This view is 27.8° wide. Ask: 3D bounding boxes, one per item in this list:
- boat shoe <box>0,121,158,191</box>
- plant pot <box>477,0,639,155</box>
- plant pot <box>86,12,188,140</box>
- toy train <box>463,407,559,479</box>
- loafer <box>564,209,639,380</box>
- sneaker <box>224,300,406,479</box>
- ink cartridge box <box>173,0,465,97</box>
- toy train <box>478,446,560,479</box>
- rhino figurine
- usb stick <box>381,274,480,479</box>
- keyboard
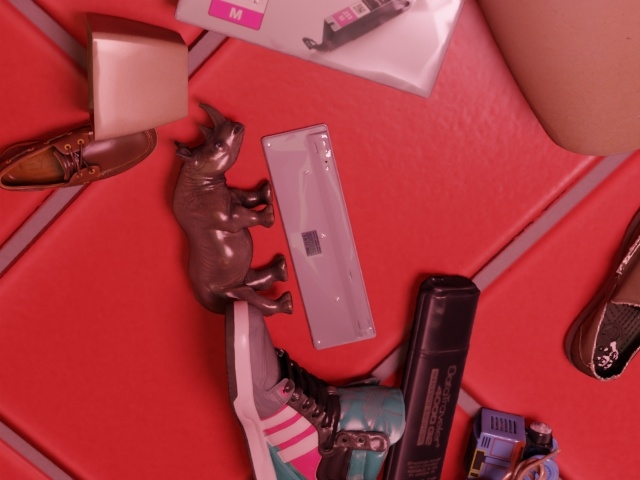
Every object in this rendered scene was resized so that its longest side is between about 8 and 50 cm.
[{"bbox_3d":[-0.257,-0.084,1.358,0.178,0.060,0.064,-14,110,5],"label":"boat shoe"},{"bbox_3d":[0.265,-0.228,1.233,0.256,0.256,0.274,-13,126,4],"label":"plant pot"},{"bbox_3d":[-0.185,-0.168,1.310,0.096,0.109,0.109,-3,111,-12],"label":"plant pot"},{"bbox_3d":[0.210,0.285,1.491,0.105,0.080,0.184,13,112,4],"label":"toy train"},{"bbox_3d":[0.358,0.055,1.398,0.094,0.087,0.251,24,108,-9],"label":"loafer"},{"bbox_3d":[0.000,0.175,1.403,0.178,0.124,0.295,-10,130,3],"label":"sneaker"},{"bbox_3d":[0.019,-0.296,1.284,0.275,0.060,0.239,17,110,-6],"label":"ink cartridge box"},{"bbox_3d":[0.216,0.336,1.413,0.143,0.105,0.248,42,120,-13],"label":"toy train"},{"bbox_3d":[-0.102,-0.028,1.374,0.106,0.073,0.243,-11,109,1],"label":"rhino figurine"},{"bbox_3d":[0.123,0.170,1.457,0.077,0.045,0.278,-3,113,-30],"label":"usb stick"},{"bbox_3d":[0.000,0.000,1.418,0.072,0.014,0.256,-11,110,9],"label":"keyboard"}]
